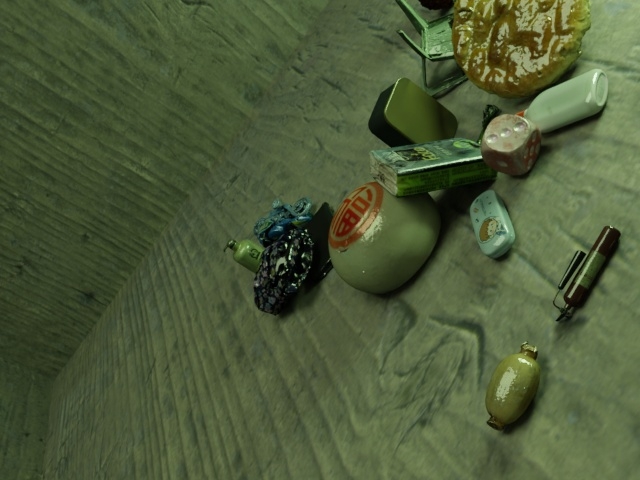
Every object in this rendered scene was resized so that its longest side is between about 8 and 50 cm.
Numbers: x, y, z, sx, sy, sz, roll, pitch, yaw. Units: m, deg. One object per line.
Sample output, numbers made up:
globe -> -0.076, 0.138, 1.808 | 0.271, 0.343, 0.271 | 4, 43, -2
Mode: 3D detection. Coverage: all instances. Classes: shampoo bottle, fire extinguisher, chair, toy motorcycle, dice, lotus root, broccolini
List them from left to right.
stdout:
shampoo bottle -> -0.216, 0.045, 2.161 | 0.079, 0.162, 0.079 | -41, 28, 28
toy motorcycle -> -0.122, -0.049, 2.202 | 0.255, 0.092, 0.135 | -24, 47, 34
chair -> 0.302, -0.528, 1.860 | 0.191, 0.275, 0.203 | -14, 56, 26
broccolini -> 0.379, -0.251, 1.620 | 0.035, 0.030, 0.139 | 11, 69, 25
dice -> 0.381, -0.191, 1.414 | 0.093, 0.094, 0.091 | 20, 73, 33
lotus root -> 0.302, 0.225, 1.105 | 0.073, 0.062, 0.150 | 6, 65, 63
shampoo bottle -> 0.471, -0.267, 1.429 | 0.221, 0.051, 0.108 | -18, 46, 53
fire extinguisher -> 0.419, 0.050, 1.130 | 0.173, 0.049, 0.035 | -58, 32, -5

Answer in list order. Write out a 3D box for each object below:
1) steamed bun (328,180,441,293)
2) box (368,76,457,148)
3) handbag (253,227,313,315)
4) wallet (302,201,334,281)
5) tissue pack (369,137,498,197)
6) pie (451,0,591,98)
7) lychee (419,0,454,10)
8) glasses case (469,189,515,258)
steamed bun -> 0.126, -0.024, 1.602 | 0.283, 0.177, 0.283 | -41, 28, 28
box -> 0.223, -0.285, 1.731 | 0.090, 0.201, 0.144 | -21, 42, 58
handbag -> -0.101, 0.079, 1.924 | 0.207, 0.127, 0.228 | 129, 158, -50
wallet -> 0.001, 0.001, 1.982 | 0.146, 0.030, 0.285 | -49, 25, 14
tissue pack -> 0.242, -0.163, 1.535 | 0.173, 0.236, 0.073 | -125, 27, -64
pie -> 0.439, -0.474, 1.562 | 0.340, 0.083, 0.339 | -4, 84, 43
lychee -> 0.364, -0.796, 2.147 | 0.188, 0.188, 0.188 | -42, 28, 28
glasses case -> 0.336, -0.034, 1.389 | 0.067, 0.045, 0.178 | -43, 27, 27
